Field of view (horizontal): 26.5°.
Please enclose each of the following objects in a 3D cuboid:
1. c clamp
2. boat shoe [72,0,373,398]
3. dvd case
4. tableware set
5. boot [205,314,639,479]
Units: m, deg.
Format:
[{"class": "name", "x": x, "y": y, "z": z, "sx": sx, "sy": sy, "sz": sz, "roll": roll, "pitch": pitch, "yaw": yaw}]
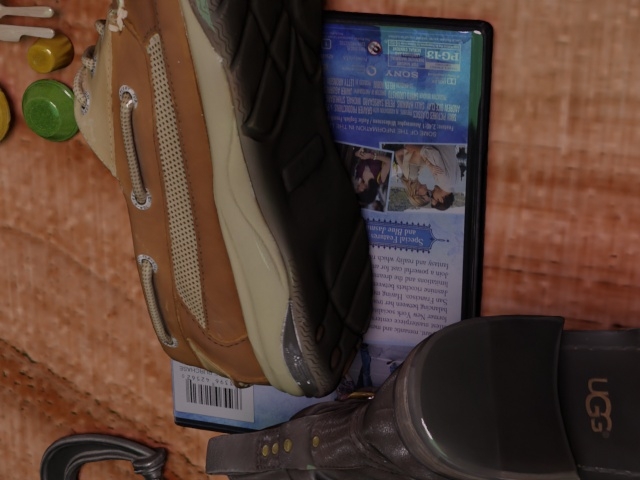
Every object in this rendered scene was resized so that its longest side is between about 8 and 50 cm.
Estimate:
[{"class": "c clamp", "x": -0.104, "y": 0.186, "z": 0.855, "sx": 0.137, "sy": 0.022, "sz": 0.161, "roll": -16, "pitch": 106, "yaw": 29}, {"class": "boat shoe", "x": -0.064, "y": -0.069, "z": 0.658, "sx": 0.120, "sy": 0.122, "sz": 0.324, "roll": -2, "pitch": 110, "yaw": 24}, {"class": "dvd case", "x": 0.000, "y": 0.000, "z": 0.742, "sx": 0.180, "sy": 0.022, "sz": 0.253, "roll": 6, "pitch": 112, "yaw": 16}, {"class": "tableware set", "x": -0.209, "y": -0.104, "z": 0.775, "sx": 0.154, "sy": 0.024, "sz": 0.104, "roll": 6, "pitch": 115, "yaw": 16}, {"class": "boot", "x": 0.097, "y": 0.102, "z": 0.655, "sx": 0.263, "sy": 0.091, "sz": 0.229, "roll": 13, "pitch": 158, "yaw": -17}]
